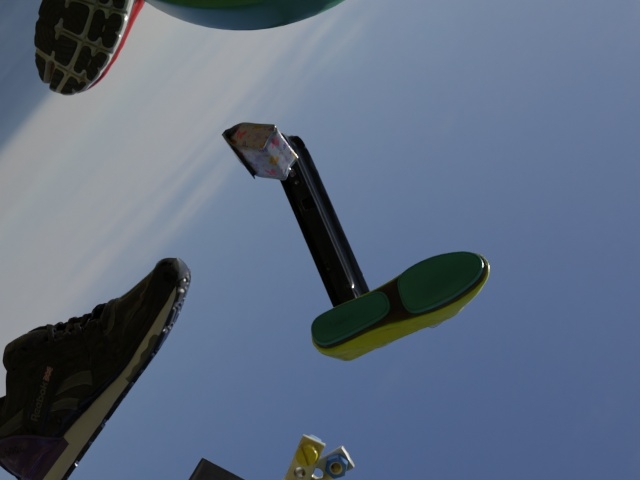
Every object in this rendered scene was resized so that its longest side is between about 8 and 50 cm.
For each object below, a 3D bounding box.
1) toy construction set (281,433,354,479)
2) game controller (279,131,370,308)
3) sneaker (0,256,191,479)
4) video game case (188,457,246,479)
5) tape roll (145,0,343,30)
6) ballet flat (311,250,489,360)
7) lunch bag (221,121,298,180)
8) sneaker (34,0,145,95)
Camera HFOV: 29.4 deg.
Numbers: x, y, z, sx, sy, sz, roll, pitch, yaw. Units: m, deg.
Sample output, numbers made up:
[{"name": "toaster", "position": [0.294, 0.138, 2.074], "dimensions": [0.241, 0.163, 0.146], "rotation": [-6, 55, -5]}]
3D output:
[{"name": "toy construction set", "position": [-0.054, 0.438, 1.735], "dimensions": [0.327, 0.215, 0.151], "rotation": [-42, -178, 25]}, {"name": "game controller", "position": [0.000, 0.000, 1.696], "dimensions": [0.067, 0.319, 0.166], "rotation": [-21, 160, -4]}, {"name": "sneaker", "position": [-0.239, 0.116, 1.175], "dimensions": [0.283, 0.124, 0.107], "rotation": [-54, -175, 13]}, {"name": "video game case", "position": [-0.111, 0.482, 1.962], "dimensions": [0.026, 0.274, 0.196], "rotation": [-64, 177, 37]}, {"name": "tape roll", "position": [-0.063, -0.331, 0.964], "dimensions": [0.321, 0.321, 0.077], "rotation": [-47, 167, 5]}, {"name": "ballet flat", "position": [0.099, 0.082, 1.426], "dimensions": [0.231, 0.077, 0.077], "rotation": [-25, -131, 14]}, {"name": "lunch bag", "position": [-0.084, -0.118, 1.619], "dimensions": [0.083, 0.071, 0.053], "rotation": [11, -119, 37]}, {"name": "sneaker", "position": [-0.208, -0.276, 1.316], "dimensions": [0.279, 0.107, 0.118], "rotation": [-60, 160, 12]}]
